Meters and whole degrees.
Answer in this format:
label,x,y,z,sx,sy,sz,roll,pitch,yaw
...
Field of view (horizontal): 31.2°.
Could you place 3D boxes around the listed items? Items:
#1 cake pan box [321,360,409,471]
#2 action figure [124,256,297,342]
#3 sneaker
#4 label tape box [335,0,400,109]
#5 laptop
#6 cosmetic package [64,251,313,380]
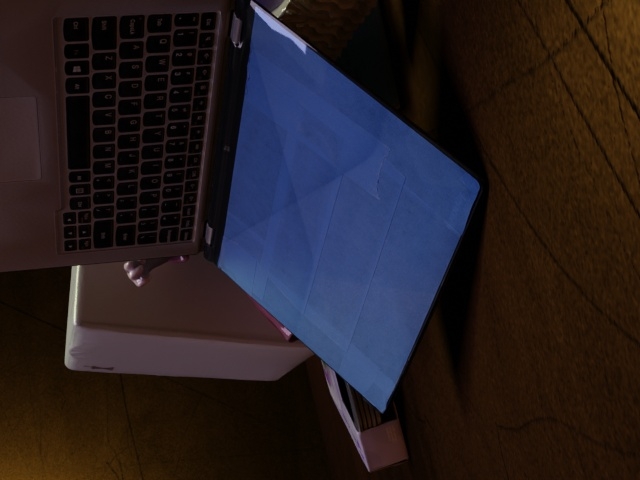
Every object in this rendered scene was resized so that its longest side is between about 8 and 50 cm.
label,x,y,z,sx,sy,sz,roll,pitch,yaw
cake pan box,0.043,0.167,1.647,0.267,0.070,0.246,-122,14,-66
action figure,-0.093,-0.057,1.348,0.370,0.248,0.275,38,-159,22
sneaker,-0.016,-0.245,1.019,0.293,0.102,0.146,-38,47,48
label tape box,-0.013,-0.232,1.274,0.347,0.115,0.249,162,96,-83
laptop,-0.124,-0.009,1.010,0.382,0.408,0.236,105,155,-53
cosmetic package,-0.178,-0.024,1.612,0.329,0.327,0.394,134,139,-70
